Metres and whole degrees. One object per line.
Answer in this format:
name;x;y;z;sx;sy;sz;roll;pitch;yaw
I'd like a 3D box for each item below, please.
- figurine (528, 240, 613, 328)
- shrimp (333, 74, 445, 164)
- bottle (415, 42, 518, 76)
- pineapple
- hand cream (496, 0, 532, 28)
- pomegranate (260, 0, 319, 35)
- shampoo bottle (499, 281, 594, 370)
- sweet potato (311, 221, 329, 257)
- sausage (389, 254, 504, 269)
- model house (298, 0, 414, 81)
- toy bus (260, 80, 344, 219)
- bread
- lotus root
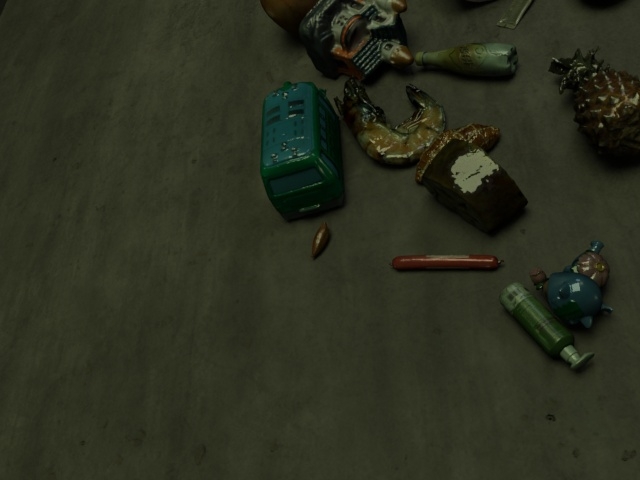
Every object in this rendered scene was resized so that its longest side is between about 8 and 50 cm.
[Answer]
figurine;0.485;0.085;1.377;0.144;0.114;0.178;-3;39;52
shrimp;0.180;-0.329;1.847;0.233;0.071;0.365;-27;51;-1
bottle;0.369;-0.468;1.843;0.269;0.083;0.083;12;62;33
pineapple;0.623;-0.321;1.580;0.174;0.175;0.361;-17;35;14
hand cream;0.538;-0.635;1.926;0.057;0.037;0.165;27;78;37
pomegranate;-0.054;-0.724;2.139;0.229;0.252;0.271;-31;69;14
shampoo bottle;0.427;0.164;1.361;0.065;0.065;0.204;-35;49;-2
sweet potato;0.000;0.000;1.712;0.034;0.034;0.095;11;73;32
sausage;0.268;0.047;1.545;0.253;0.034;0.034;-1;56;26
model house;0.138;-0.566;1.960;0.271;0.190;0.300;-45;50;-12
toy bus;-0.053;-0.241;1.808;0.183;0.199;0.344;-16;49;16
bread;0.317;-0.219;1.692;0.233;0.076;0.105;-30;50;1
lotus root;0.326;-0.125;1.559;0.119;0.138;0.235;-46;60;-5
